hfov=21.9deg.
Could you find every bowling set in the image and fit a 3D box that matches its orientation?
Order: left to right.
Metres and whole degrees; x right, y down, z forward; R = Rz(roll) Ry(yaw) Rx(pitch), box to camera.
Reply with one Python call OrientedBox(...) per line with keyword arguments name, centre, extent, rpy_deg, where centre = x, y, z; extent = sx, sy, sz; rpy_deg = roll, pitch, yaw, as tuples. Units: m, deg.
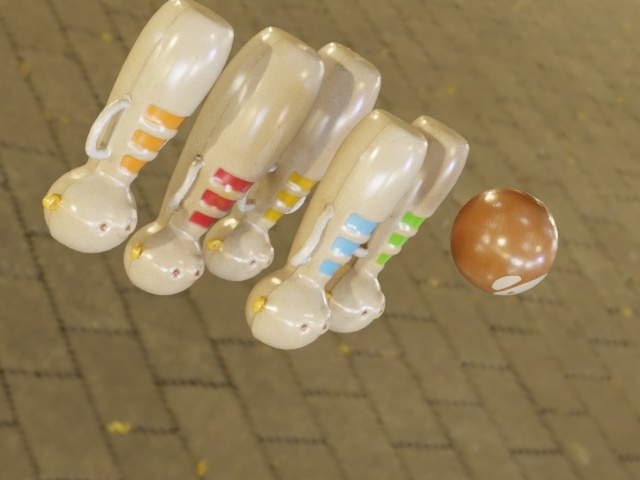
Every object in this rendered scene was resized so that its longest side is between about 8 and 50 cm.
OrientedBox(name="bowling set", centre=(0.000, 0.000, 0.832), extent=(0.200, 0.154, 0.287), rpy_deg=(37, 12, 18))
